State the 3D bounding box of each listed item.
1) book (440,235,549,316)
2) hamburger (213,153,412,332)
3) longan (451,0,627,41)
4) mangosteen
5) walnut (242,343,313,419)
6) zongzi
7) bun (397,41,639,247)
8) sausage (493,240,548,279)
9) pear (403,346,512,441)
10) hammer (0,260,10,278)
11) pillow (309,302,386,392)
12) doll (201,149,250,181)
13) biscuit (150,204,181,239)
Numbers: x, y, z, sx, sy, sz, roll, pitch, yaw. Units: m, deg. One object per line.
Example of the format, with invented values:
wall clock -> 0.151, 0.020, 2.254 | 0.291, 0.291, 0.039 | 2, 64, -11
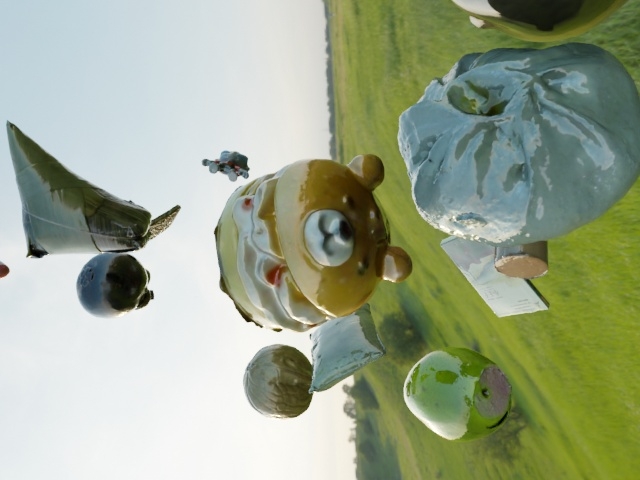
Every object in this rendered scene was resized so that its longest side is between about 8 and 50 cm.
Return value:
book -> 0.481, 0.090, 1.326 | 0.289, 0.026, 0.201 | 50, 155, -1
hamburger -> 0.000, 0.000, 0.726 | 0.276, 0.237, 0.276 | 31, -129, -48
longan -> 0.346, -0.473, 0.722 | 0.361, 0.361, 0.360 | -4, -90, -87
mangosteen -> -0.654, 0.152, 1.545 | 0.265, 0.228, 0.228 | 33, -133, -52
walnut -> -0.118, 0.420, 1.407 | 0.228, 0.228, 0.228 | -4, -90, -87
zongzi -> -0.554, -0.120, 1.089 | 0.154, 0.289, 0.317 | -96, 3, -67
bun -> 0.278, -0.161, 0.689 | 0.194, 0.355, 0.354 | 46, -148, -45
sausage -> 0.510, -0.033, 1.199 | 0.123, 0.123, 0.252 | 82, -159, -55
pear -> 0.258, 0.301, 0.935 | 0.220, 0.188, 0.187 | -18, 73, 55
hammer -> -0.761, 0.060, 1.094 | 0.043, 0.083, 0.043 | -52, -21, -30
pillow -> 0.052, 0.241, 1.117 | 0.075, 0.185, 0.302 | 58, -175, -11
doll -> -0.123, -0.105, 0.647 | 0.114, 0.057, 0.039 | -82, -19, -72
biscuit -> -0.605, -0.046, 1.735 | 0.131, 0.026, 0.237 | -51, 1, 33
